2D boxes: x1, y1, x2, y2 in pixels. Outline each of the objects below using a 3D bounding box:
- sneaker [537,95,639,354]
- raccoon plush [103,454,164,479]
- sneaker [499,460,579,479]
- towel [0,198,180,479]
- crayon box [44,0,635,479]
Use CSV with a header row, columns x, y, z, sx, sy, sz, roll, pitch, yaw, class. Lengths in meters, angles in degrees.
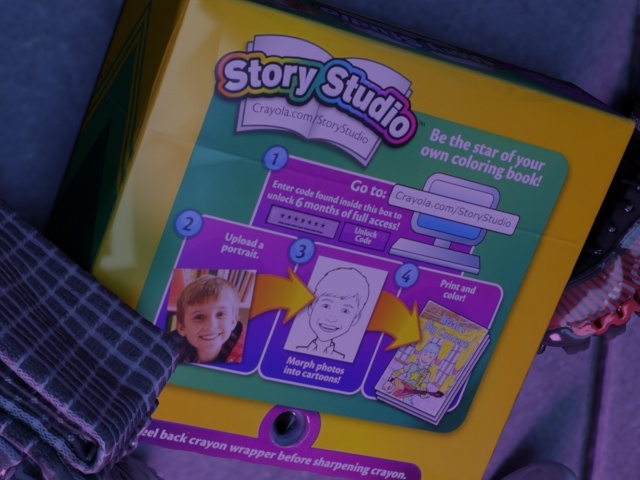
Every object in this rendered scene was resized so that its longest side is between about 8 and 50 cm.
x,y,z,sx,sy,sz,roll,pitch,yaw,class
0.243,-0.032,1.365,0.276,0.097,0.135,-40,124,-7,sneaker
-0.324,0.222,1.153,0.446,0.216,0.299,36,102,-34,raccoon plush
0.166,0.283,1.488,0.121,0.079,0.217,29,106,-36,sneaker
-0.217,0.043,1.035,0.283,0.235,0.121,41,94,-3,towel
0.000,0.000,1.257,0.363,0.106,0.313,14,105,-29,crayon box
